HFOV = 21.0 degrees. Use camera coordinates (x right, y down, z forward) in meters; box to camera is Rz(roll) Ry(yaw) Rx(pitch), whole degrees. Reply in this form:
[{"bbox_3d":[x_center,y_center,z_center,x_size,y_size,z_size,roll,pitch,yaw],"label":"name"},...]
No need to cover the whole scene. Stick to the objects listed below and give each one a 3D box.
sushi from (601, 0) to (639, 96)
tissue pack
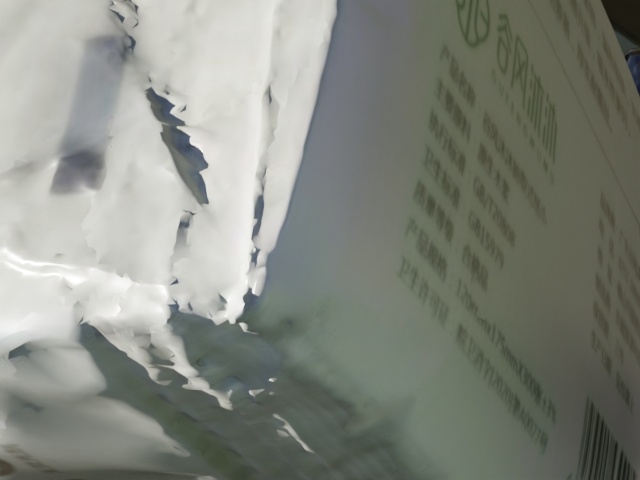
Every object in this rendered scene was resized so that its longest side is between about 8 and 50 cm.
[{"bbox_3d":[0.227,-0.055,1.017,0.339,0.320,0.069,47,139,11],"label":"sushi"},{"bbox_3d":[-0.002,0.000,0.590,0.194,0.356,0.266,-3,59,24],"label":"tissue pack"}]
